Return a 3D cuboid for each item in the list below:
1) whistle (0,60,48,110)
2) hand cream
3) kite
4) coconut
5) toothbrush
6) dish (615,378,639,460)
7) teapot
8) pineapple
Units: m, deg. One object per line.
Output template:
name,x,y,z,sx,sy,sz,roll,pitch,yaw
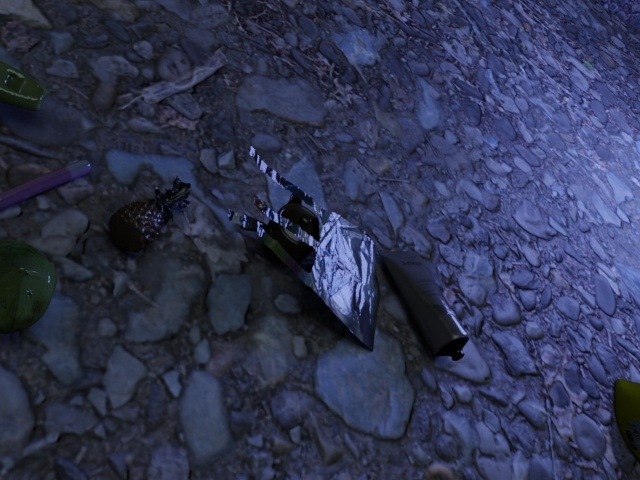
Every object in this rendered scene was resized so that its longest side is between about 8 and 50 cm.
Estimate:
whistle,-0.417,-0.203,0.668,0.227,0.085,0.105,23,56,-19
hand cream,0.151,0.087,0.870,0.087,0.054,0.186,2,50,-39
kite,-0.002,0.001,0.755,0.310,0.015,0.170,46,40,-41
coconut,-0.289,0.043,0.561,0.087,0.096,0.088,21,57,-38
toothbrush,-0.354,-0.028,0.624,0.025,0.020,0.286,41,44,9
dish,0.555,0.301,0.962,0.148,0.080,0.208,-11,63,-39
teapot,-0.056,-0.018,0.779,0.110,0.080,0.085,7,55,-31
pineapple,-0.190,-0.032,0.721,0.058,0.058,0.124,44,39,2
